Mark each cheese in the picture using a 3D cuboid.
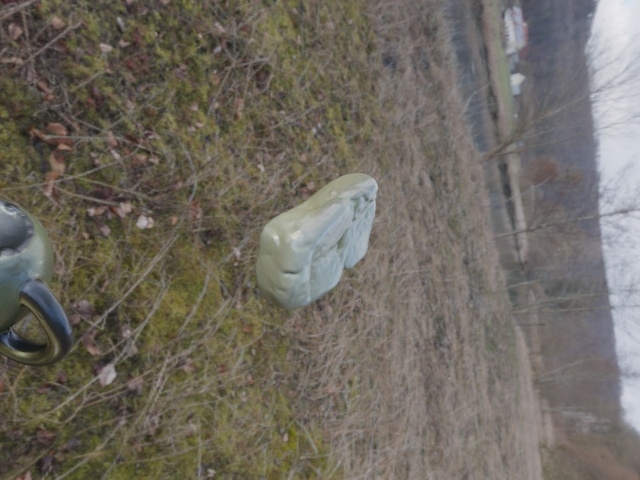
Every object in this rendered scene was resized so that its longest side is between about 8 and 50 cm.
[{"bbox_3d":[-0.002,-0.001,0.784,0.263,0.093,0.159,-40,140,-40],"label":"cheese"}]

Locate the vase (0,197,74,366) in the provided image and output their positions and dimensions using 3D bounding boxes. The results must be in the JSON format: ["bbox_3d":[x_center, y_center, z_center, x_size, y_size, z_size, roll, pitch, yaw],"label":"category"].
[{"bbox_3d":[-0.582,0.106,0.837,0.329,0.302,0.241,34,30,-2],"label":"vase"}]
